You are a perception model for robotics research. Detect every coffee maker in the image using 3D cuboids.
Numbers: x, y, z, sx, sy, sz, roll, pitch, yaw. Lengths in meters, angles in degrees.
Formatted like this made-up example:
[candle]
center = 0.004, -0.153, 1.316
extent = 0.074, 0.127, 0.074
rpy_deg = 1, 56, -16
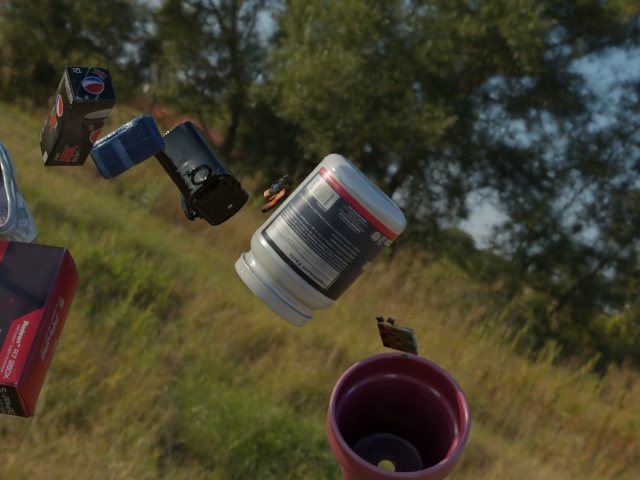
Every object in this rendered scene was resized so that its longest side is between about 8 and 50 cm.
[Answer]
[coffee maker]
center = -0.234, -0.143, 1.950
extent = 0.178, 0.120, 0.171
rpy_deg = 51, -21, 34

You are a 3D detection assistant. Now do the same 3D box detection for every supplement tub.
[supplement tub]
center = 0.000, 0.000, 1.815
extent = 0.191, 0.272, 0.191
rpy_deg = 43, 8, -7

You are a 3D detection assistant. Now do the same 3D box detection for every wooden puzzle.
[wooden puzzle]
center = 0.099, 0.124, 1.312
extent = 0.049, 0.006, 0.083
rpy_deg = 12, -38, 26

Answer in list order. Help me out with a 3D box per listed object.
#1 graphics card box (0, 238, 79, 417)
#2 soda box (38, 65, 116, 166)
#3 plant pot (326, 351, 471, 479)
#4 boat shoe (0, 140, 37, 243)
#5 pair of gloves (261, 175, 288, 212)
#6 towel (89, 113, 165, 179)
[graphics card box]
center = -0.544, 0.097, 1.394
extent = 0.370, 0.233, 0.094
rpy_deg = 8, -37, 3
[soda box]
center = -0.325, -0.162, 1.360
extent = 0.060, 0.053, 0.169
rpy_deg = -3, -24, -30
[plant pot]
center = 0.103, 0.293, 1.477
extent = 0.201, 0.201, 0.180
rpy_deg = 27, -39, 17
[boat shoe]
center = -0.596, -0.115, 1.793
extent = 0.320, 0.118, 0.103
rpy_deg = 59, -13, 25
[pair of gloves]
center = -0.091, -0.093, 2.060
extent = 0.010, 0.074, 0.083
rpy_deg = 39, 33, -23
[towel]
center = -0.316, -0.152, 1.669
extent = 0.067, 0.119, 0.029
rpy_deg = 62, 12, -1
